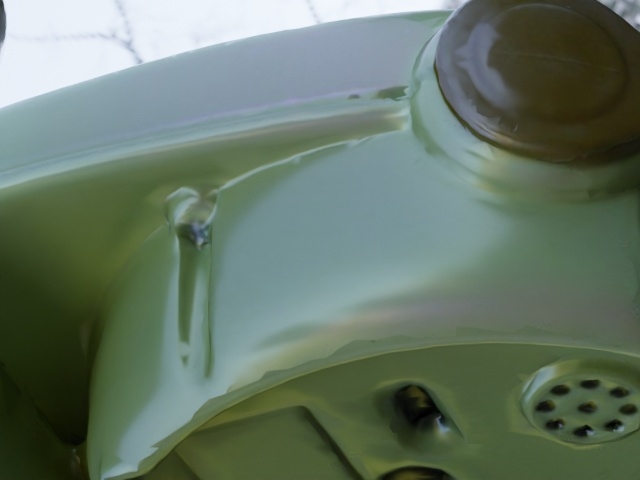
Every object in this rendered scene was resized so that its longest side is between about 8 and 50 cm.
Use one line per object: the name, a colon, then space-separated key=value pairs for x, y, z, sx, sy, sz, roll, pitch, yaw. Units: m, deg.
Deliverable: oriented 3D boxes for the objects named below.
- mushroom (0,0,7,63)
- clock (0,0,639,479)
mushroom: x=-0.277 y=-0.120 z=1.072 sx=0.206 sy=0.206 sz=0.209 roll=41 pitch=-124 yaw=-58
clock: x=0.046 y=0.057 z=0.606 sx=0.286 sy=0.348 sz=0.117 roll=56 pitch=-153 yaw=-43
